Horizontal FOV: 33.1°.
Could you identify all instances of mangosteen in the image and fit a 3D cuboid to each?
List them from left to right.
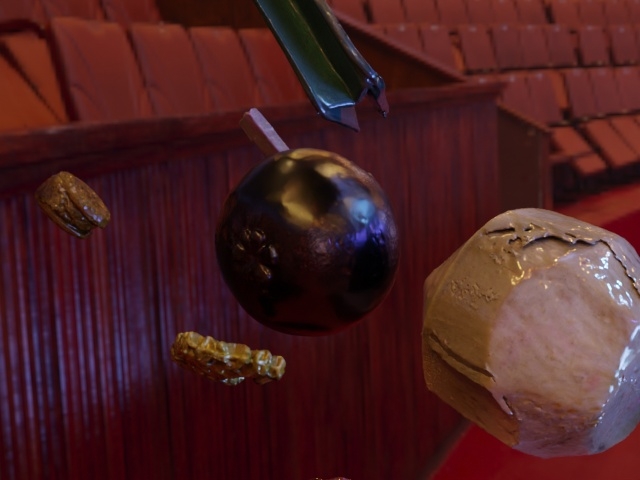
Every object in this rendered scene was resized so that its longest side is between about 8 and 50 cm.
[{"bbox_3d":[-0.012,0.009,1.660,0.297,0.296,0.313,1,-12,19],"label":"mangosteen"}]

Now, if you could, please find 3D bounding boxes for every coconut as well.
[{"bbox_3d":[0.297,0.121,1.509,0.353,0.352,0.352,-2,9,0],"label":"coconut"}]

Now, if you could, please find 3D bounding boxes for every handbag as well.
[{"bbox_3d":[-0.030,-0.296,1.420,0.089,0.326,0.238,-34,-6,7],"label":"handbag"}]

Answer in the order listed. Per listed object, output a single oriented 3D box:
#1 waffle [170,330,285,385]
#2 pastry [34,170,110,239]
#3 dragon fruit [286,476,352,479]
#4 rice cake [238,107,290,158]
[{"bbox_3d":[-0.137,0.174,1.519,0.149,0.051,0.194,22,-19,-11],"label":"waffle"},{"bbox_3d":[-0.333,-0.047,1.448,0.057,0.109,0.097,-42,-22,6],"label":"pastry"},{"bbox_3d":[-0.102,0.505,1.913,0.286,0.228,0.329,20,-17,-7],"label":"dragon fruit"},{"bbox_3d":[-0.069,-0.150,1.934,0.036,0.206,0.047,-35,-7,-36],"label":"rice cake"}]
